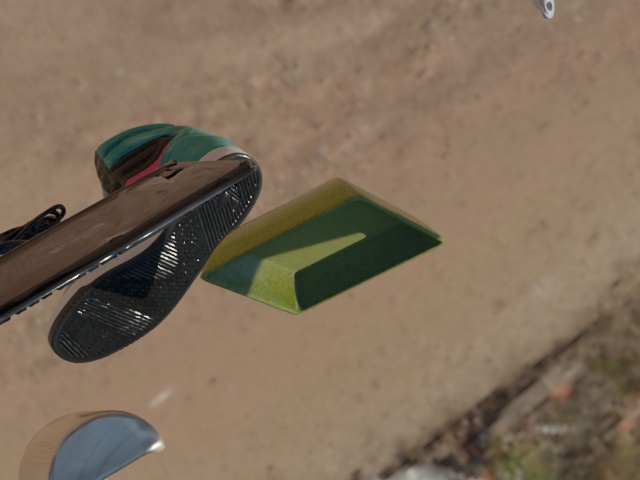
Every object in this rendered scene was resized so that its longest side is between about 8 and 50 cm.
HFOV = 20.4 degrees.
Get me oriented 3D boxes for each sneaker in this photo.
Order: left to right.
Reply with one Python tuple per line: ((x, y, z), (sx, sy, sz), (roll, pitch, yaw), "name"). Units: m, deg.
((-0.212, -0.017, 1.943), (0.295, 0.178, 0.124), (-46, 132, -1), "sneaker")

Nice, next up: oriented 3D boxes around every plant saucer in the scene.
((0.000, 0.000, 1.751), (0.188, 0.045, 0.188), (-27, 155, 22), "plant saucer")

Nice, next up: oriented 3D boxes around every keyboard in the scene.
((-0.215, 0.009, 1.447), (0.317, 0.201, 0.033), (-32, 112, -37), "keyboard")

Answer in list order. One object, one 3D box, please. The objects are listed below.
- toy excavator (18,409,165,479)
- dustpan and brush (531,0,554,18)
((-0.073, 0.382, 1.773), (0.445, 0.433, 0.222), (1, 174, -33), "toy excavator")
((0.210, -0.294, 1.818), (0.147, 0.211, 0.060), (24, 139, -28), "dustpan and brush")
